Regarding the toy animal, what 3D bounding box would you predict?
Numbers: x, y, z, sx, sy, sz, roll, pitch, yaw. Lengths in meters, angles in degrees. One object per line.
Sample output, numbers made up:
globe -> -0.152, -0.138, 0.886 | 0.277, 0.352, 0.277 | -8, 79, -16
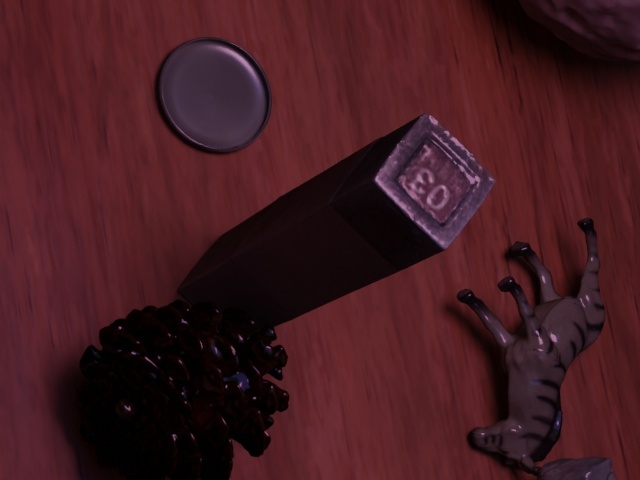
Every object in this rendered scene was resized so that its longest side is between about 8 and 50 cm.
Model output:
toy animal -> 0.212, 0.098, 1.621 | 0.217, 0.073, 0.176 | -38, 109, -36

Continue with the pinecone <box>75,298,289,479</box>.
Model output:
pinecone -> -0.100, 0.121, 1.414 | 0.165, 0.163, 0.163 | -22, 86, -45

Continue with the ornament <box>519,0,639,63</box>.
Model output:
ornament -> 0.309, -0.325, 1.645 | 0.337, 0.337, 0.337 | 7, 73, -25

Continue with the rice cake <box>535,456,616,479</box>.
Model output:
rice cake -> 0.230, 0.296, 1.556 | 0.063, 0.069, 0.206 | 3, 89, -47

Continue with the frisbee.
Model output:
frisbee -> -0.095, -0.131, 1.562 | 0.110, 0.014, 0.110 | 7, 74, -24

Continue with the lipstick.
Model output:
lipstick -> 0.000, 0.000, 1.367 | 0.080, 0.371, 0.076 | 42, 62, -10
